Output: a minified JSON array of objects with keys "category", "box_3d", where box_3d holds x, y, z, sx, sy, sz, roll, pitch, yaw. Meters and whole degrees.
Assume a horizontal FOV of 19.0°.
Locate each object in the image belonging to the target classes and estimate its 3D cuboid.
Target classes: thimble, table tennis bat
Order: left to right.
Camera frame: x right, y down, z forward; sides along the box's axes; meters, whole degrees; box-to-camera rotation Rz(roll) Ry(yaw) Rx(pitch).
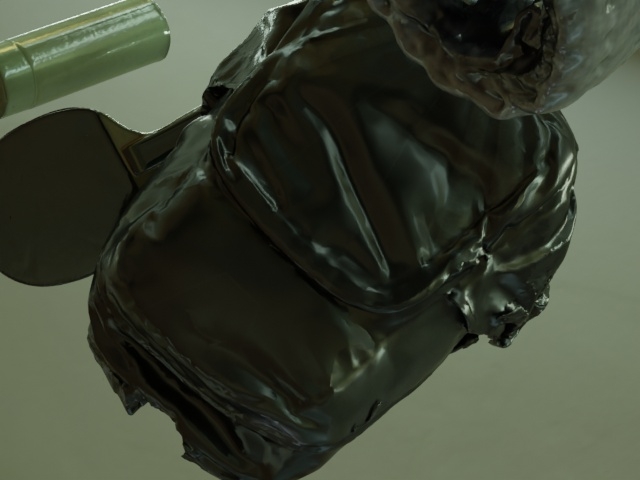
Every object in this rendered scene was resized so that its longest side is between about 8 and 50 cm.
[{"category":"table tennis bat","box_3d":[-0.199,-0.061,1.768,0.274,0.021,0.154,-28,-83,1]},{"category":"thimble","box_3d":[0.137,-0.207,1.262,0.217,0.157,0.245,38,-28,13]}]

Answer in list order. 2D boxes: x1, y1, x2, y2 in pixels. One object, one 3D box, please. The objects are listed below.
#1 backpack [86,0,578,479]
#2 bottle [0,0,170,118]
[{"category":"backpack","box_3d":[0.000,0.000,1.672,0.363,0.445,0.255,44,-17,7]},{"category":"bottle","box_3d":[-0.245,-0.181,1.867,0.072,0.201,0.072,26,-52,39]}]
